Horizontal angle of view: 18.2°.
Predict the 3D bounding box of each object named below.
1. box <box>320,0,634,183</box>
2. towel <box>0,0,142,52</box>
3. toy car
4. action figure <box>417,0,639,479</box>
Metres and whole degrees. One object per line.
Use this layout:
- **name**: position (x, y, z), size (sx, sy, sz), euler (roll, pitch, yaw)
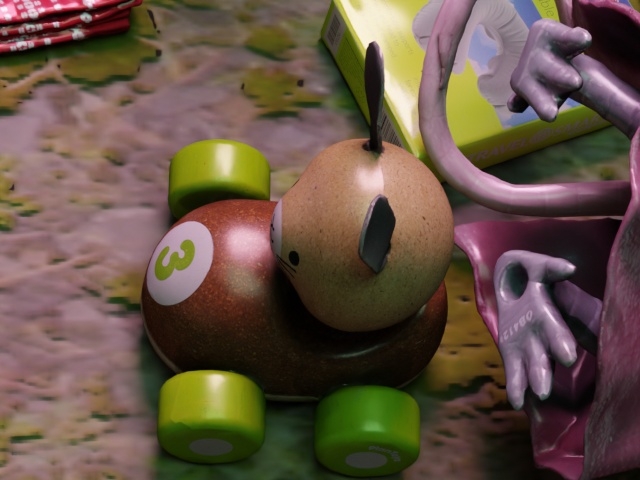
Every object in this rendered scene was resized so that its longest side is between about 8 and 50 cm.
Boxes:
- **box**: position (0.103, -0.102, 1.075), size (0.178, 0.042, 0.109), euler (-19, 68, -20)
- **towel**: position (-0.245, -0.176, 1.036), size (0.275, 0.031, 0.199), euler (-13, 70, -18)
- **toy car**: position (0.000, 0.000, 0.913), size (0.149, 0.188, 0.155), euler (6, 61, -9)
- **action figure**: position (0.237, 0.033, 0.980), size (0.370, 0.248, 0.276), euler (11, 19, -28)
